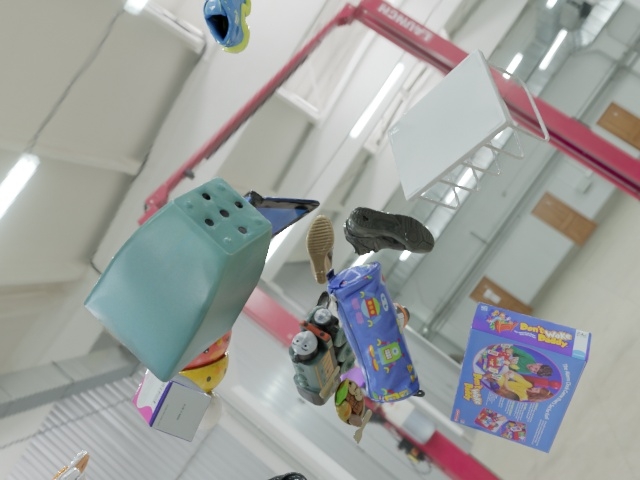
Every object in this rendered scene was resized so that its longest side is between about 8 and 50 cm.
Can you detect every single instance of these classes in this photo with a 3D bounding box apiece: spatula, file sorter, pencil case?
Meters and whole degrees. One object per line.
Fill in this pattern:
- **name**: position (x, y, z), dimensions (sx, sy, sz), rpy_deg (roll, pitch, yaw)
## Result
- **spatula**: position (0.214, 0.495, 2.417), dimensions (0.030, 0.296, 0.084), rpy_deg (90, -163, -46)
- **file sorter**: position (0.311, -0.219, 1.484), dimensions (0.173, 0.193, 0.277), rpy_deg (12, -38, -36)
- **pencil case**: position (0.110, 0.196, 1.489), dimensions (0.133, 0.306, 0.119), rpy_deg (-24, 10, -26)

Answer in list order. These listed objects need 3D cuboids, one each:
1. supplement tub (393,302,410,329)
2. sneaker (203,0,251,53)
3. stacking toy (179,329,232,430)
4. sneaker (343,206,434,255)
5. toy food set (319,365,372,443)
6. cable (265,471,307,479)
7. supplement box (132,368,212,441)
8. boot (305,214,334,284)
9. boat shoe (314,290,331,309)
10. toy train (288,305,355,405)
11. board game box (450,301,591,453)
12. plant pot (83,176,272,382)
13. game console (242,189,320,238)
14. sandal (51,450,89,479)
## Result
- **supplement tub**: position (0.233, 0.276, 2.439), dimensions (0.198, 0.106, 0.106), rpy_deg (-9, -45, -54)
- **sneaker**: position (-0.197, -0.517, 1.471), dimensions (0.126, 0.091, 0.240), rpy_deg (-51, -45, -73)
- **stacking toy**: position (-0.378, 0.338, 2.106), dimensions (0.350, 0.350, 0.480), rpy_deg (-29, -69, -59)
- **sneaker**: position (0.161, -0.009, 1.726), dimensions (0.130, 0.227, 0.087), rpy_deg (128, 152, -61)
- **toy food set**: position (0.085, 0.442, 1.905), dimensions (0.038, 0.192, 0.132), rpy_deg (-19, 24, 40)
- **cable**: position (-0.078, 0.411, 0.991), dimensions (0.184, 0.047, 0.150), rpy_deg (-56, 25, -16)
- **supplement box**: position (-0.354, 0.375, 1.651), dimensions (0.220, 0.114, 0.111), rpy_deg (7, 71, 64)
- **boot**: position (0.000, 0.000, 2.295), dimensions (0.207, 0.090, 0.248), rpy_deg (-88, -1, -64)
- **boat shoe**: position (0.003, 0.210, 2.088), dimensions (0.038, 0.046, 0.125), rpy_deg (68, -140, -61)
- **toy train**: position (0.001, 0.328, 1.981), dimensions (0.190, 0.142, 0.334), rpy_deg (-50, -28, -26)
- **board game box**: position (0.426, 0.307, 1.534), dimensions (0.347, 0.233, 0.078), rpy_deg (90, -158, -43)
- **plant pot**: position (-0.180, 0.037, 0.971), dimensions (0.234, 0.165, 0.165), rpy_deg (-53, -9, 36)
- **game console**: position (-0.170, 0.011, 1.640), dimensions (0.293, 0.173, 0.250), rpy_deg (-33, 30, 54)
- **sandal**: position (-0.601, 0.599, 1.714), dimensions (0.265, 0.076, 0.102), rpy_deg (-66, -5, -77)
